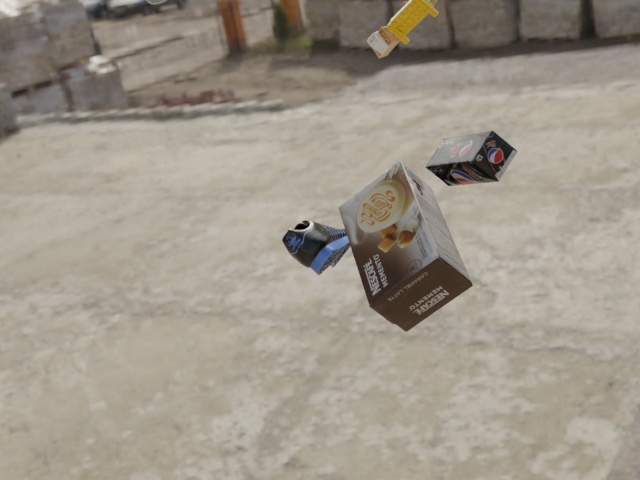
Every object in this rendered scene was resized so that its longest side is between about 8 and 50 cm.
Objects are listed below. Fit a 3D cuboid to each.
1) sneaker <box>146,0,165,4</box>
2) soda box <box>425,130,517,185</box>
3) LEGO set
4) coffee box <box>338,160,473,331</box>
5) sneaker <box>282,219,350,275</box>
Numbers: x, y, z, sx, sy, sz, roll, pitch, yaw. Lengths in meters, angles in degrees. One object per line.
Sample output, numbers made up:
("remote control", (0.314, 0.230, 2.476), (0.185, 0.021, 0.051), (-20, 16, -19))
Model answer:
("sneaker", (-0.288, -0.501, 1.972), (0.135, 0.052, 0.058), (-26, 4, 11))
("soda box", (0.225, -0.122, 1.523), (0.060, 0.053, 0.169), (-56, 15, -9))
("LEGO set", (0.158, -0.445, 1.715), (0.132, 0.287, 0.107), (15, 48, 15))
("coffee box", (0.133, 0.007, 1.637), (0.141, 0.098, 0.246), (-37, 39, 20))
("sneaker", (0.000, 0.000, 1.805), (0.090, 0.081, 0.232), (38, 11, 7))
